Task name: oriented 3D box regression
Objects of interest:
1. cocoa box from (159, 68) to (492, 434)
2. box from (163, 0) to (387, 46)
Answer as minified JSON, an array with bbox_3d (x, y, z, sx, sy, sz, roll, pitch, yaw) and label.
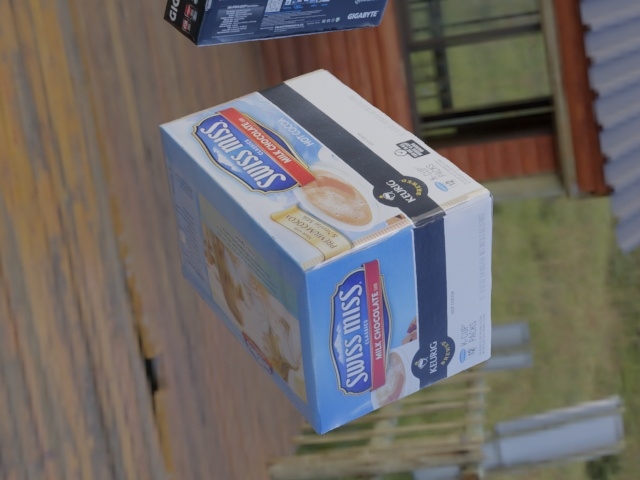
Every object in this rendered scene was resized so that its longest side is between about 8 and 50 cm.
[{"bbox_3d":[0.000,0.000,1.432,0.347,0.228,0.231,44,-33,46],"label":"cocoa box"},{"bbox_3d":[-0.014,-0.257,1.069,0.220,0.051,0.175,-15,135,-41],"label":"box"}]
